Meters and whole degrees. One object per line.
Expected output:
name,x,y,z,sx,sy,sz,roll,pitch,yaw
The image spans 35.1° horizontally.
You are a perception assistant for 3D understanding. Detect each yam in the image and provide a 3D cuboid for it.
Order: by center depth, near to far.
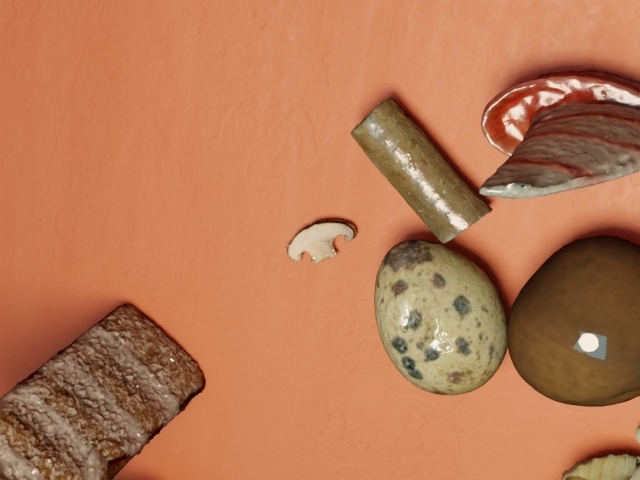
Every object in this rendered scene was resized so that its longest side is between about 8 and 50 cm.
yam,0.108,-0.075,1.112,0.169,0.068,0.068,48,120,3

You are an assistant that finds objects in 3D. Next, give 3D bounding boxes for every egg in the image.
egg,0.130,0.082,1.114,0.141,0.141,0.181,-29,86,29

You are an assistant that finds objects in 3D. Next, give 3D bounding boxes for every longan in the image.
longan,0.282,0.088,1.040,0.189,0.189,0.189,8,111,22

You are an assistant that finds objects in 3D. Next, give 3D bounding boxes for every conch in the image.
conch,0.312,0.300,1.127,0.153,0.102,0.135,-13,98,-16

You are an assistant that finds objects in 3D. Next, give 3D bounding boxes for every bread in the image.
bread,-0.293,0.225,1.202,0.165,0.416,0.113,44,120,0

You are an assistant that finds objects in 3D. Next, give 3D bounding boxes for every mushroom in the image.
mushroom,0.000,0.000,1.214,0.101,0.019,0.049,-20,98,31

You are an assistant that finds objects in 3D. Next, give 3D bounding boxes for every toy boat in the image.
toy boat,0.231,-0.087,0.929,0.206,0.282,0.096,11,113,21

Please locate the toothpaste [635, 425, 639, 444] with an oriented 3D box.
toothpaste,0.445,0.206,1.068,0.216,0.037,0.062,-5,111,28
